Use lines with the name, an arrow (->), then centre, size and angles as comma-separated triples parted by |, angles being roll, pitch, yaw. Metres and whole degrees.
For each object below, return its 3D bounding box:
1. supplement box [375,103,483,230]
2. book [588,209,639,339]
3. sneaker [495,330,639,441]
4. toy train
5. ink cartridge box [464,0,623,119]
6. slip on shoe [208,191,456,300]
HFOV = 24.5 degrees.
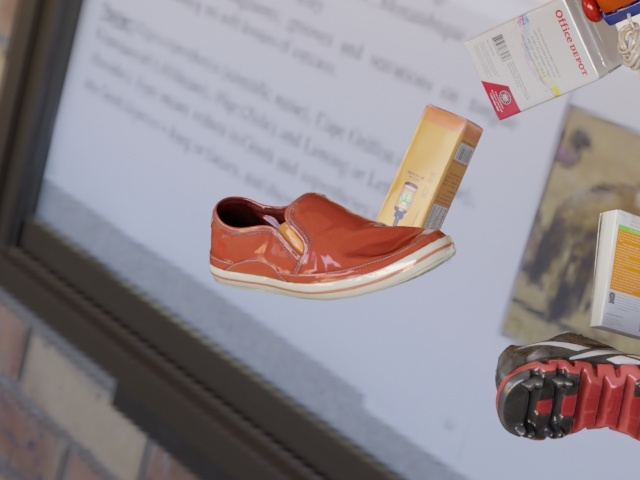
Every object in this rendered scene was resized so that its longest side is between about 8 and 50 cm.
supplement box -> 0.159, -0.083, 2.239 | 0.078, 0.233, 0.080 | 26, 3, 27
book -> 0.381, 0.044, 1.804 | 0.096, 0.144, 0.035 | 16, -14, -28
sneaker -> 0.312, 0.156, 1.594 | 0.276, 0.098, 0.135 | 4, 21, -11
toy train -> 0.354, -0.317, 1.825 | 0.105, 0.248, 0.143 | -21, -21, 31
ink cartridge box -> 0.326, -0.272, 2.106 | 0.176, 0.128, 0.127 | -20, 7, 38
slip on shoe -> 0.000, 0.000, 1.619 | 0.331, 0.101, 0.123 | 4, 21, 41
